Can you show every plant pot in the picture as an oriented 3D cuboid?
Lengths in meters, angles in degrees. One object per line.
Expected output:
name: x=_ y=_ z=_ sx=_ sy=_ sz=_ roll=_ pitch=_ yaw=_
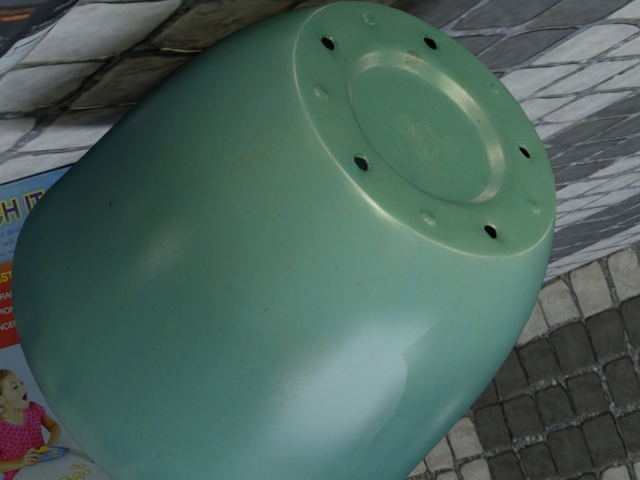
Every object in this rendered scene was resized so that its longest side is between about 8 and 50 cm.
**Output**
plant pot: x=0.000 y=0.000 z=0.996 sx=0.293 sy=0.293 sz=0.235 roll=-8 pitch=151 yaw=-45

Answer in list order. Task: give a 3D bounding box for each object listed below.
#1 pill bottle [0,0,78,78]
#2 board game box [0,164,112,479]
pill bottle: x=-0.137 y=-0.110 z=0.535 sx=0.130 sy=0.130 sz=0.245 roll=-10 pitch=168 yaw=-37
board game box: x=-0.195 y=0.114 z=1.186 sx=0.308 sy=0.302 sz=0.086 roll=-16 pitch=171 yaw=-5
